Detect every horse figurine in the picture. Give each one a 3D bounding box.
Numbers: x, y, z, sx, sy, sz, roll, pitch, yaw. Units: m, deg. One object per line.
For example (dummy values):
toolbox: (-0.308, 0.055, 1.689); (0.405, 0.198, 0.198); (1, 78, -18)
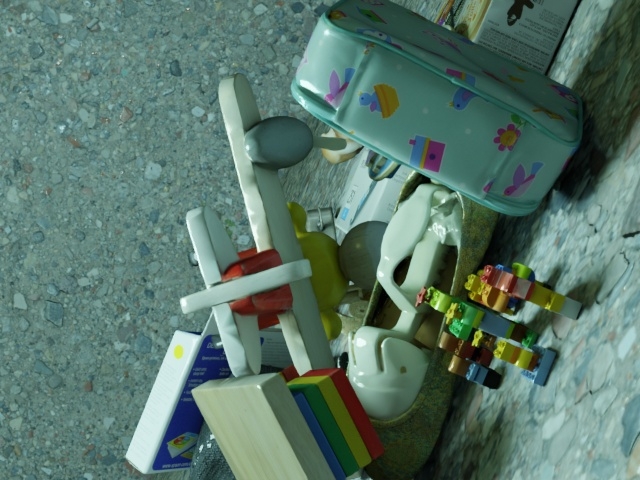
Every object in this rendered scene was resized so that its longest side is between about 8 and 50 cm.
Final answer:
horse figurine: (0.063, -0.194, 1.988); (0.175, 0.066, 0.263); (-25, -8, -25)

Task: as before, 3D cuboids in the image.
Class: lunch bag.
lunch bag: (0.122, -0.137, 1.117); (0.107, 0.279, 0.224); (-63, -1, 22)

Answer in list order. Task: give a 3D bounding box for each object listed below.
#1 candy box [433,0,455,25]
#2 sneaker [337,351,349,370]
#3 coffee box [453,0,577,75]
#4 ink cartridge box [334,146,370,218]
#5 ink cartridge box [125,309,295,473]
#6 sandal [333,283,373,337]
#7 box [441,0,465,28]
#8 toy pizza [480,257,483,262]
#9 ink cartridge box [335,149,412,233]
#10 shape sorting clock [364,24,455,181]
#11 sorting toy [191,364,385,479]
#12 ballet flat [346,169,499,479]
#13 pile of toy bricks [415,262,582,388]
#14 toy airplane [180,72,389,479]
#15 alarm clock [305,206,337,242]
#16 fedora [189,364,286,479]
candy box: (0.195, -0.308, 1.765); (0.186, 0.053, 0.109); (-59, 10, 10)
sneaker: (0.035, 0.204, 1.554); (0.109, 0.040, 0.043); (-72, -7, -48)
coffee box: (0.200, -0.202, 1.364); (0.141, 0.098, 0.246); (-121, 54, -80)
ink cartridge box: (0.076, -0.097, 1.977); (0.088, 0.052, 0.122); (134, 156, -63)
ink cartridge box: (-0.140, 0.223, 1.835); (0.304, 0.072, 0.307); (10, -75, -53)
sandal: (0.051, 0.104, 1.627); (0.240, 0.088, 0.079); (155, 104, -74)
box: (0.221, -0.294, 1.533); (0.147, 0.078, 0.180); (-83, 18, -59)
toy pizza: (0.149, 0.034, 1.300); (0.201, 0.032, 0.201); (-156, 90, -81)
ink cartridge box: (0.117, -0.118, 1.755); (0.296, 0.066, 0.261); (-140, 73, -81)
shape sorting clock: (0.106, -0.167, 1.374); (0.206, 0.040, 0.206); (-158, 90, -82)
sorting toy: (-0.003, 0.238, 1.128); (0.089, 0.257, 0.255); (-28, 2, -22)
ballet flat: (0.088, 0.075, 1.160); (0.123, 0.123, 0.348); (168, 121, -79)
pile of toy bricks: (0.139, 0.067, 1.036); (0.212, 0.105, 0.118); (-155, 88, -81)
toy airplane: (-0.025, 0.038, 1.368); (0.384, 0.273, 0.386); (-108, 3, -48)
alarm clock: (0.000, 0.000, 1.939); (0.192, 0.064, 0.129); (89, 175, -61)
fedora: (-0.102, 0.305, 1.714); (0.334, 0.153, 0.334); (-157, 90, -81)
